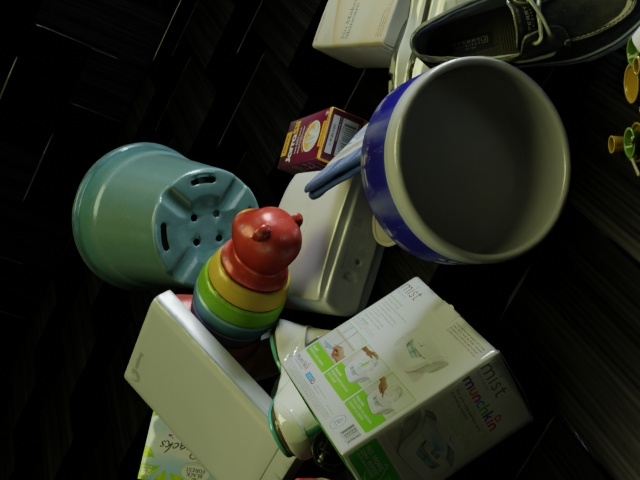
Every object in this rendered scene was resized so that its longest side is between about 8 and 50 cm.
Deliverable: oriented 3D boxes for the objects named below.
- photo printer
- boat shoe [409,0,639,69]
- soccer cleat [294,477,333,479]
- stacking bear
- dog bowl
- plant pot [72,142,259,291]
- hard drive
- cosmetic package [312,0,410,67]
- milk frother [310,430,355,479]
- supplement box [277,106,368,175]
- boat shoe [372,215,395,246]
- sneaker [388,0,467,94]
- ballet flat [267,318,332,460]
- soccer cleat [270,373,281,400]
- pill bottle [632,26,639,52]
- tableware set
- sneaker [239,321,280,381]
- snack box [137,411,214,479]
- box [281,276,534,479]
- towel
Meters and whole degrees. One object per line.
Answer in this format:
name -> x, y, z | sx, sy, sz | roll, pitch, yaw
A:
photo printer -> 0.000, 0.000, 1.980 | 0.307, 0.107, 0.256 | 2, 74, 64
boat shoe -> 0.275, -0.277, 1.477 | 0.335, 0.119, 0.121 | -15, 89, 29
soccer cleat -> 0.030, 0.415, 1.608 | 0.083, 0.095, 0.248 | -65, 24, 9
stacking bear -> -0.123, 0.058, 1.877 | 0.164, 0.175, 0.289 | 52, 134, 25
dog bowl -> 0.189, -0.099, 1.475 | 0.104, 0.265, 0.264 | -10, 63, 65
plant pot -> -0.313, -0.039, 2.437 | 0.334, 0.341, 0.341 | 8, 79, 57
hard drive -> -0.178, 0.279, 1.875 | 0.353, 0.047, 0.233 | 45, 136, 18
cosmetic package -> 0.114, -0.405, 2.057 | 0.309, 0.113, 0.160 | 17, 86, 65
milk frother -> 0.075, 0.297, 1.548 | 0.134, 0.143, 0.129 | -51, 24, 36
supplement box -> 0.002, -0.180, 2.148 | 0.188, 0.081, 0.104 | -7, 65, 63
boat shoe -> 0.144, -0.087, 1.834 | 0.065, 0.075, 0.206 | -1, -70, -70
sneaker -> 0.249, -0.286, 1.618 | 0.258, 0.169, 0.447 | 2, 88, 46
ballet flat -> -0.004, 0.215, 1.786 | 0.139, 0.139, 0.400 | -62, 9, 15
soccer cleat -> -0.067, 0.316, 1.926 | 0.076, 0.068, 0.196 | -37, 42, 54
pill bottle -> 0.451, -0.283, 1.247 | 0.221, 0.124, 0.124 | -53, 29, 33
tableware set -> 0.371, -0.161, 1.353 | 0.104, 0.024, 0.154 | -99, 6, -46
sneaker -> -0.143, 0.203, 2.119 | 0.302, 0.108, 0.121 | -39, 38, 46
snack box -> -0.200, 0.360, 2.002 | 0.070, 0.207, 0.174 | 71, -152, -65
box -> 0.104, 0.191, 1.469 | 0.231, 0.126, 0.262 | -32, 26, -6
towel -> 0.108, -0.176, 1.807 | 0.209, 0.034, 0.285 | -29, 14, 47
